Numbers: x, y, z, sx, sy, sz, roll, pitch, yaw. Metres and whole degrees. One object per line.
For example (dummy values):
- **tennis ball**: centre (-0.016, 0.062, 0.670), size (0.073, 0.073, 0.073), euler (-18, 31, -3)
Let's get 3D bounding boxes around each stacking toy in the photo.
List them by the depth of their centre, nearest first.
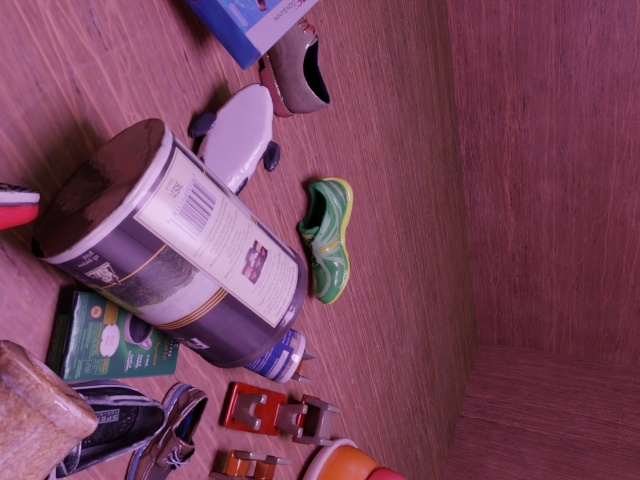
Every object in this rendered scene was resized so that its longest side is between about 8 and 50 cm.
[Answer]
- **stacking toy**: centre (0.196, 0.691, 1.071), size (0.350, 0.479, 0.351), euler (-10, 102, -60)

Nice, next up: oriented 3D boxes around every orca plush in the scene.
- **orca plush**: centre (-0.144, -0.116, 0.789), size (0.102, 0.151, 0.288), euler (108, -13, -81)

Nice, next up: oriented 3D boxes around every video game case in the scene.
- **video game case**: centre (-0.128, -0.441, 0.707), size (0.269, 0.061, 0.244), euler (48, 54, -23)

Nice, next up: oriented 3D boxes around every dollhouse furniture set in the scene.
- **dollhouse furniture set**: centre (-0.089, 0.350, 0.934), size (0.259, 0.135, 0.262), euler (35, 61, -44)

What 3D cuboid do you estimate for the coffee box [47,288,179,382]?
- **coffee box**: centre (-0.271, 0.131, 0.639), size (0.184, 0.040, 0.113), euler (20, 74, -59)

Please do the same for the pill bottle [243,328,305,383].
- **pill bottle**: centre (-0.119, 0.168, 0.790), size (0.169, 0.094, 0.094), euler (29, 59, -14)

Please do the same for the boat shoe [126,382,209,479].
- **boat shoe**: centre (-0.228, 0.310, 0.703), size (0.066, 0.066, 0.183), euler (51, 49, -49)

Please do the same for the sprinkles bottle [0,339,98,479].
- **sprinkles bottle**: centre (-0.346, 0.244, 0.342), size (0.355, 0.121, 0.121), euler (-48, 135, -26)

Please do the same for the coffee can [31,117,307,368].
- **coffee can**: centre (-0.174, 0.014, 0.596), size (0.275, 0.201, 0.202), euler (48, 51, -39)

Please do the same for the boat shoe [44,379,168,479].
- **boat shoe**: centre (-0.307, 0.223, 0.515), size (0.306, 0.104, 0.113), euler (25, 71, -59)

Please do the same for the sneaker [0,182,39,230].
- **sneaker**: centre (-0.383, 0.016, 0.388), size (0.279, 0.107, 0.119), euler (-27, 121, -46)

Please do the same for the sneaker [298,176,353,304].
- **sneaker**: centre (0.000, 0.000, 1.075), size (0.123, 0.109, 0.296), euler (-2, 96, -38)

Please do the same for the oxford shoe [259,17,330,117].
- **oxford shoe**: centre (-0.064, -0.408, 0.871), size (0.123, 0.130, 0.348), euler (-57, 139, -41)
